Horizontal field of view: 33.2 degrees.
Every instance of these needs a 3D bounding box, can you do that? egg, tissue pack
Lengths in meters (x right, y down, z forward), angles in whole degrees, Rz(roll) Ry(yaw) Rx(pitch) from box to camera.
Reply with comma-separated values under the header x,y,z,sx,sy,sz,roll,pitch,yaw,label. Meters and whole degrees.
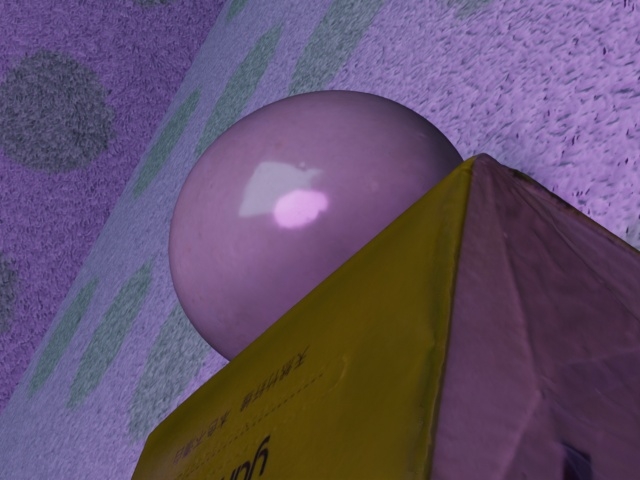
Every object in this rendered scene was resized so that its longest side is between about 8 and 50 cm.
x,y,z,sx,sy,sz,roll,pitch,yaw,label
0.000,0.000,0.693,0.253,0.186,0.187,-34,31,58,egg
0.024,0.134,0.444,0.274,0.167,0.200,-44,23,43,tissue pack
